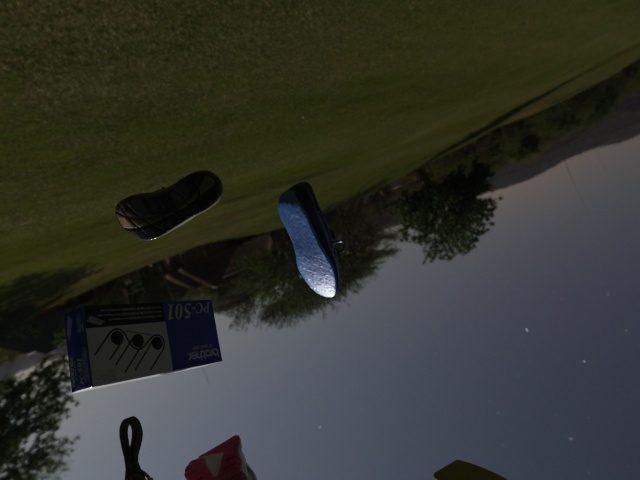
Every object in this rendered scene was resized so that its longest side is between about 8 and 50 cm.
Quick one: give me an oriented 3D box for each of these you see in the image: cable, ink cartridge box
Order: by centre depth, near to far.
[{"bbox_3d":[-0.229,0.134,0.632,0.046,0.097,0.207,-22,164,29],"label":"ink cartridge box"},{"bbox_3d":[-0.502,0.638,1.290,0.139,0.287,0.072,-32,157,23],"label":"cable"}]

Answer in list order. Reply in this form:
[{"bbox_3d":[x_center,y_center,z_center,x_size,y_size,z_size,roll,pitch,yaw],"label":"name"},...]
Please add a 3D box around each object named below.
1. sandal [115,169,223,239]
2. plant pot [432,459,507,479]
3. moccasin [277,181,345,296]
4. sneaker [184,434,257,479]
[{"bbox_3d":[-0.371,-0.087,1.173,0.303,0.120,0.086,-18,-165,12],"label":"sandal"},{"bbox_3d":[0.263,0.474,0.862,0.109,0.109,0.096,-8,-161,-36],"label":"plant pot"},{"bbox_3d":[0.000,0.000,1.260,0.138,0.342,0.117,6,-141,29],"label":"moccasin"},{"bbox_3d":[-0.102,0.329,0.545,0.103,0.111,0.252,-28,-177,-5],"label":"sneaker"}]
